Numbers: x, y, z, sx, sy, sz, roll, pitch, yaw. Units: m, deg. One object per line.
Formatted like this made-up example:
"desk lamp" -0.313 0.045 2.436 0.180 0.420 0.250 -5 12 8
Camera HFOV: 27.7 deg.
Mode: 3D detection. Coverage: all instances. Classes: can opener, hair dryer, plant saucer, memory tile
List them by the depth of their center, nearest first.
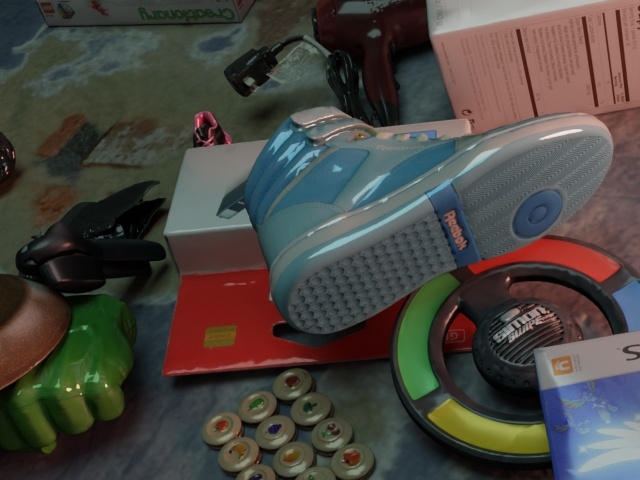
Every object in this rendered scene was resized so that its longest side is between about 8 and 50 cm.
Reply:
"memory tile" -0.030 0.173 1.095 0.113 0.012 0.148 -30 41 -12
"plant saucer" -0.322 0.083 1.155 0.198 0.036 0.199 -15 27 8
"can opener" -0.218 0.020 1.245 0.059 0.186 0.073 -27 78 24
"hair dryer" 0.062 -0.195 1.450 0.293 0.080 0.223 -40 61 -17

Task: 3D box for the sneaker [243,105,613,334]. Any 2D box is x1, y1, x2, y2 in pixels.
"sneaker" 0.075 -0.069 1.131 0.319 0.127 0.208 -24 45 -7

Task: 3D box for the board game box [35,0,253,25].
"board game box" -0.210 -0.367 1.747 0.305 0.053 0.193 4 46 26

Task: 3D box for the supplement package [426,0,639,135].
"supplement package" 0.260 -0.242 1.291 0.292 0.175 0.178 -10 57 12

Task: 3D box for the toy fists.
"toy fists" -0.300 0.135 1.186 0.279 0.096 0.142 -7 29 16

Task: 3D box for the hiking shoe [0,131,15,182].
"hiking shoe" -0.506 -0.095 1.515 0.304 0.113 0.132 -3 1 -5

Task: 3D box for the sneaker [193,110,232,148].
"sneaker" -0.122 -0.096 1.402 0.047 0.057 0.119 -14 41 4

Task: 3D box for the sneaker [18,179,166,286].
"sneaker" -0.235 0.000 1.343 0.089 0.051 0.170 2 41 30

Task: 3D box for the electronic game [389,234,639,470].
"electronic game" 0.170 0.086 1.065 0.229 0.048 0.229 -8 49 9

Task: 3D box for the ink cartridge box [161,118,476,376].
"ink cartridge box" 0.000 0.000 1.225 0.296 0.066 0.261 -6 41 10

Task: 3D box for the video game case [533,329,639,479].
"video game case" 0.287 0.176 0.891 0.244 0.061 0.270 -12 50 10
